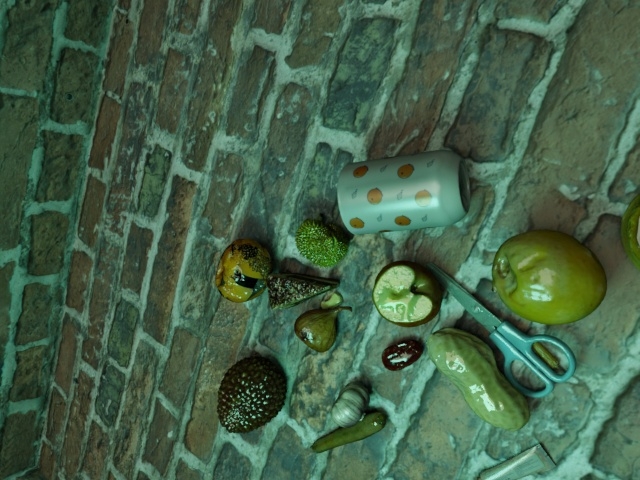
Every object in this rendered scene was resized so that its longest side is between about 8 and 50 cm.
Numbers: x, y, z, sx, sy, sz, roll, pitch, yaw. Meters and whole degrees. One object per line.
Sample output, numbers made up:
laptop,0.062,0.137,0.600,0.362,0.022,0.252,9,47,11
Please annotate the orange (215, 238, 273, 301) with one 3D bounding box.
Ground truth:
orange,-0.274,0.105,1.484,0.234,0.183,0.234,-17,70,60

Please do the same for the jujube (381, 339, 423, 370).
jujube,0.246,0.345,1.256,0.129,0.077,0.077,-28,78,21

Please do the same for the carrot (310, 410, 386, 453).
carrot,0.084,0.641,1.380,0.342,0.070,0.070,-40,73,32

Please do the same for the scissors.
scissors,0.454,0.215,1.132,0.447,0.029,0.192,47,130,25

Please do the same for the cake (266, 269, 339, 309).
cake,-0.058,0.186,1.412,0.246,0.112,0.134,8,100,28

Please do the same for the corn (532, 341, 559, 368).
corn,0.578,0.294,1.071,0.083,0.027,0.028,51,137,19

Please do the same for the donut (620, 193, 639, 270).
donut,0.808,-0.019,0.833,0.331,0.160,0.329,-1,87,26

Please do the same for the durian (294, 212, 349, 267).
durian,-0.007,0.006,1.337,0.198,0.159,0.145,32,109,28

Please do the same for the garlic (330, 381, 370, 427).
garlic,0.098,0.520,1.314,0.102,0.159,0.147,34,98,8

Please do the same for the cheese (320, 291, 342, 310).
cheese,0.035,0.207,1.399,0.083,0.030,0.044,-35,72,31

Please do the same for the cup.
cup,0.234,-0.130,1.149,0.318,0.212,0.212,-3,91,31

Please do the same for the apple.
apple,0.247,0.149,1.188,0.173,0.160,0.195,-41,74,31

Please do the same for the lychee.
lychee,-0.253,0.551,1.467,0.272,0.271,0.271,2,94,32

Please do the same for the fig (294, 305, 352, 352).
fig,0.011,0.261,1.368,0.201,0.146,0.133,-52,23,14

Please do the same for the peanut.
peanut,0.418,0.364,1.113,0.149,0.149,0.313,-43,71,26

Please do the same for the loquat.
loquat,0.535,0.083,0.979,0.244,0.244,0.243,2,94,32

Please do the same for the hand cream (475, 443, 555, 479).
hand cream,0.516,0.617,1.127,0.210,0.043,0.067,-38,81,23
